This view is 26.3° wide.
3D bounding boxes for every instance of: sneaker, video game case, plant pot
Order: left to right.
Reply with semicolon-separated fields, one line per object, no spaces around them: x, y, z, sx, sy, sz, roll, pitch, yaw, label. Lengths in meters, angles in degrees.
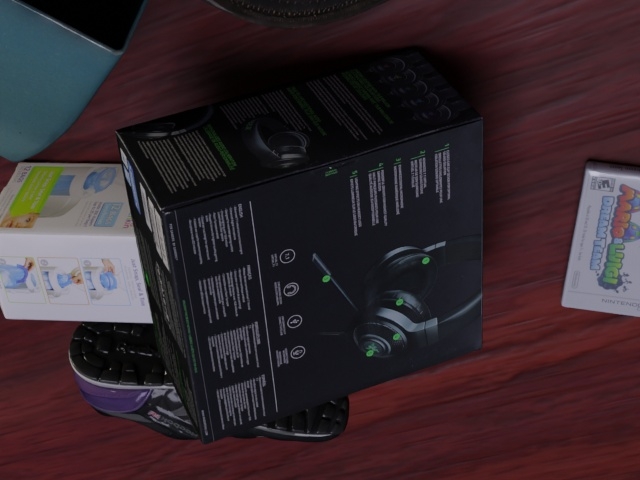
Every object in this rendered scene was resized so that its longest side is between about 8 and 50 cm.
-0.240;-0.176;1.087;0.165;0.166;0.234;26;143;-12;plant pot
-0.109;0.153;1.382;0.283;0.107;0.124;14;145;7;sneaker
0.294;0.005;1.202;0.143;0.019;0.157;8;129;7;video game case

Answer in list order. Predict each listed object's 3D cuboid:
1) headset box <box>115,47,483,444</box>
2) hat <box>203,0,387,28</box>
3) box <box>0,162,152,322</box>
0.000;0.000;1.127;0.283;0.131;0.246;-18;129;-15;headset box
0.016;-0.289;0.867;0.331;0.134;0.331;-6;111;-16;hat
-0.189;0.002;1.252;0.203;0.114;0.103;2;128;11;box
